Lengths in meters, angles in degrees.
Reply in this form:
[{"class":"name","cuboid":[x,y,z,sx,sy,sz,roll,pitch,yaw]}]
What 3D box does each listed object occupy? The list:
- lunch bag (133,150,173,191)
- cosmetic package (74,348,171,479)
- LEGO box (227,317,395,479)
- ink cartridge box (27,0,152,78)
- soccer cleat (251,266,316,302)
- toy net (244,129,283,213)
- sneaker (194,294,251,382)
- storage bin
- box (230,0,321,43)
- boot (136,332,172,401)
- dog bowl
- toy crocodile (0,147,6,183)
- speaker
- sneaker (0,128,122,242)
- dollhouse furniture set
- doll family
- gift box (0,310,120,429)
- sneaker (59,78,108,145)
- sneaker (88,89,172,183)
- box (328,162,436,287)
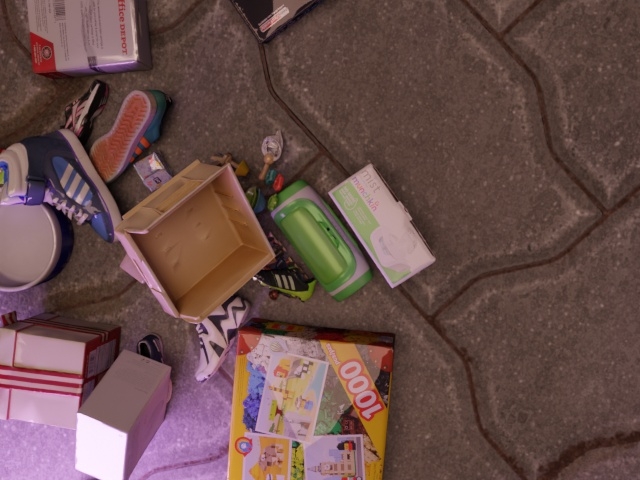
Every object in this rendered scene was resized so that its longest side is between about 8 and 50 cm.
[{"class":"lunch bag","cuboid":[-0.422,-0.175,1.875,0.071,0.053,0.083,-27,100,9]},{"class":"cosmetic package","cuboid":[-0.483,0.433,1.800,0.138,0.225,0.224,19,127,5]},{"class":"LEGO box","cuboid":[-0.023,0.465,1.803,0.372,0.193,0.501,5,95,6]},{"class":"ink cartridge box","cuboid":[-0.570,-0.518,1.834,0.272,0.114,0.197,-4,93,8]},{"class":"soccer cleat","cuboid":[-0.095,0.090,1.790,0.178,0.060,0.072,22,91,-19]},{"class":"toy net","cuboid":[-0.129,-0.173,1.784,0.045,0.122,0.232,20,70,-27]},{"class":"sneaker","cuboid":[-0.294,0.228,1.869,0.153,0.094,0.235,28,97,5]},{"class":"storage bin","cuboid":[-0.273,0.002,1.619,0.260,0.123,0.262,-43,128,-26]},{"class":"box","cuboid":[-0.108,-0.677,1.761,0.295,0.073,0.293,-32,94,17]},{"class":"boot","cuboid":[-0.435,0.338,1.896,0.069,0.086,0.190,-11,93,7]},{"class":"dog bowl","cuboid":[-0.782,-0.006,1.903,0.264,0.104,0.265,1,94,7]},{"class":"toy crocodile","cuboid":[-0.858,-0.206,1.894,0.340,0.115,0.105,11,89,4]},{"class":"speaker","cuboid":[0.000,0.000,1.800,0.131,0.131,0.297,-36,89,8]},{"class":"sneaker","cuboid":[-0.655,-0.099,1.807,0.236,0.130,0.323,-31,97,-31]},{"class":"dollhouse furniture set","cuboid":[-0.268,-0.036,1.749,0.198,0.286,0.303,34,108,2]},{"class":"doll family","cuboid":[-0.118,0.071,1.847,0.111,0.076,0.193,-38,92,3]},{"class":"gift box","cuboid":[-0.675,0.311,1.835,0.258,0.276,0.255,8,90,8]},{"class":"sneaker","cuboid":[-0.611,-0.334,1.877,0.077,0.072,0.178,30,95,7]},{"class":"sneaker","cuboid":[-0.471,-0.254,1.853,0.108,0.121,0.302,50,119,11]},{"class":"box","cuboid":[0.149,-0.040,1.726,0.126,0.231,0.262,-34,91,8]}]
